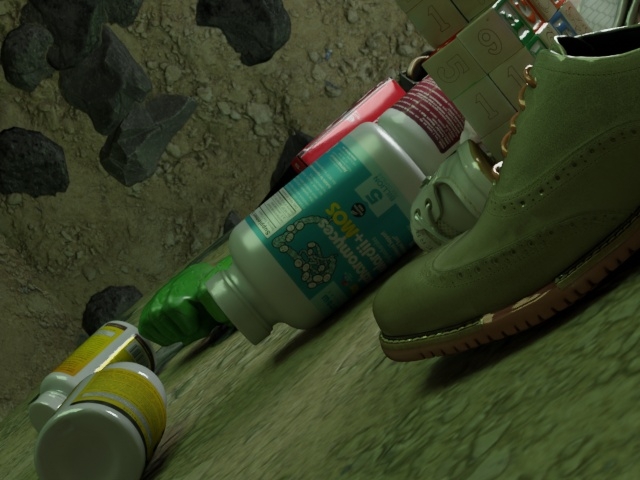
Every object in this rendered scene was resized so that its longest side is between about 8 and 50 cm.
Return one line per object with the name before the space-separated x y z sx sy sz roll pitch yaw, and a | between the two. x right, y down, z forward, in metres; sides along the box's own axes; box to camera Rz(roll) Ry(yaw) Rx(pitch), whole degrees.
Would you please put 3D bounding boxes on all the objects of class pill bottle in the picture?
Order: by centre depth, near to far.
pill bottle | 0.000 0.000 1.414 0.264 0.146 0.146 -40 6 0
pill bottle | -0.239 0.212 1.425 0.119 0.119 0.208 -38 7 10
pill bottle | 0.154 -0.153 1.703 0.221 0.121 0.121 -40 6 -12
pill bottle | -0.367 0.230 2.024 0.117 0.117 0.215 -33 8 44

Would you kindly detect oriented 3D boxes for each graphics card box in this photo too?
graphics card box | 0.015 -0.121 2.197 0.233 0.094 0.371 -43 0 -24

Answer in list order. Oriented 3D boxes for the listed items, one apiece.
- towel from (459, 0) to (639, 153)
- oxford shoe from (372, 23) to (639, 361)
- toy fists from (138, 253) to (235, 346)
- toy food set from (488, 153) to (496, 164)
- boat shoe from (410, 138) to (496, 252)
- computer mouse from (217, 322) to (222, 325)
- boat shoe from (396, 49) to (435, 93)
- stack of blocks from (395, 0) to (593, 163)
towel | 0.297 -0.279 1.478 0.317 0.053 0.331 -21 44 64
oxford shoe | 0.170 -0.058 0.836 0.397 0.146 0.140 -37 8 26
toy fists | -0.162 0.085 1.921 0.279 0.096 0.142 -23 12 32
toy food set | 0.163 -0.063 1.503 0.122 0.019 0.078 -30 8 10
boat shoe | 0.126 -0.021 1.102 0.096 0.098 0.277 -39 -3 4
computer mouse | -0.183 0.121 2.096 0.193 0.042 0.106 -23 21 49
boat shoe | 0.203 -0.266 2.166 0.132 0.130 0.355 -44 8 -34
stack of blocks | 0.160 -0.190 1.141 0.087 0.297 0.171 -35 7 32
